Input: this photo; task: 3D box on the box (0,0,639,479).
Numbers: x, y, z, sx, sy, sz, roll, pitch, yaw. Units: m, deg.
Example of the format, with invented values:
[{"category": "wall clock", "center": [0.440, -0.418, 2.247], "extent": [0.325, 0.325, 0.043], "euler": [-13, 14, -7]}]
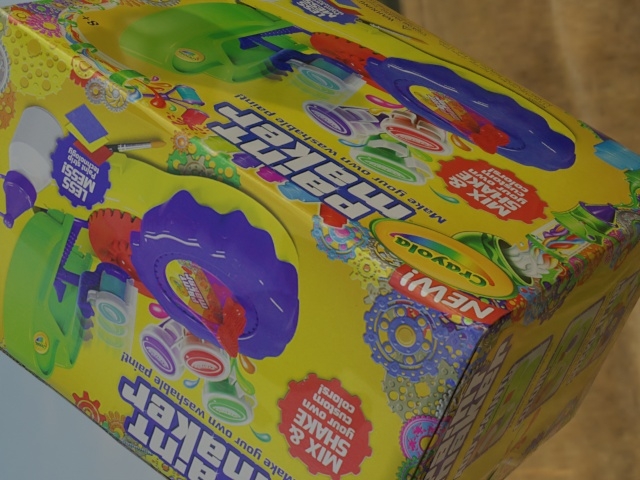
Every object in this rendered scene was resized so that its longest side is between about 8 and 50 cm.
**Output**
[{"category": "box", "center": [0.000, 0.000, 0.787], "extent": [0.279, 0.290, 0.177], "euler": [-26, -36, -54]}]
